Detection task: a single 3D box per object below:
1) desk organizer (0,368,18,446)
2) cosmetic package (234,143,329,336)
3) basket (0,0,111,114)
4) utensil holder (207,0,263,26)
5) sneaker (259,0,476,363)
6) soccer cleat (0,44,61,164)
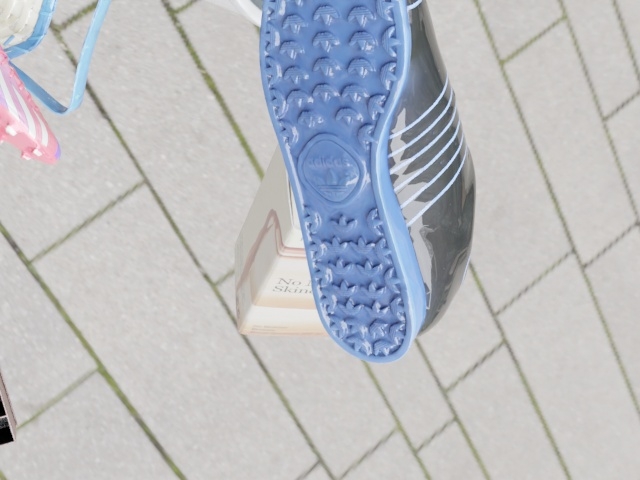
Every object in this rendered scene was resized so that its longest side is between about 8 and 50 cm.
[{"bbox_3d":[-0.448,0.213,1.516,0.047,0.050,0.130,-14,112,-10],"label":"desk organizer"},{"bbox_3d":[0.000,0.000,1.286,0.153,0.296,0.129,2,63,-13],"label":"cosmetic package"},{"bbox_3d":[-0.424,-0.347,1.572,0.201,0.289,0.255,-32,157,-50],"label":"basket"},{"bbox_3d":[-0.127,-0.519,1.737,0.327,0.385,0.328,-20,124,-34],"label":"utensil holder"},{"bbox_3d":[0.031,-0.058,0.559,0.090,0.081,0.232,-39,131,-51],"label":"sneaker"},{"bbox_3d":[-0.411,-0.200,1.423,0.248,0.083,0.095,45,65,-20],"label":"soccer cleat"}]
